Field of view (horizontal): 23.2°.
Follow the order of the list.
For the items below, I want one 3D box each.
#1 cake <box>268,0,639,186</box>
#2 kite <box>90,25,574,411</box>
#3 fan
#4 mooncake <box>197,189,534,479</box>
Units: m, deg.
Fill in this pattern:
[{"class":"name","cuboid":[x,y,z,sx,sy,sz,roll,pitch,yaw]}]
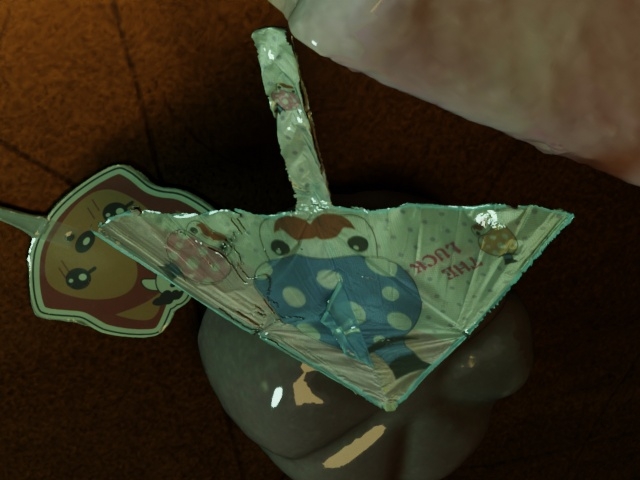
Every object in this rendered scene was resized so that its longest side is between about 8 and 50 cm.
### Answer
[{"class":"cake","cuboid":[0.118,-0.197,0.960,0.309,0.237,0.230,20,111,-32]},{"class":"kite","cuboid":[0.000,0.000,0.983,0.335,0.011,0.314,-1,130,24]},{"class":"fan","cuboid":[-0.174,-0.002,1.101,0.220,0.009,0.132,20,108,-32]},{"class":"mooncake","cuboid":[0.038,0.080,1.169,0.245,0.133,0.245,-15,128,-21]}]
